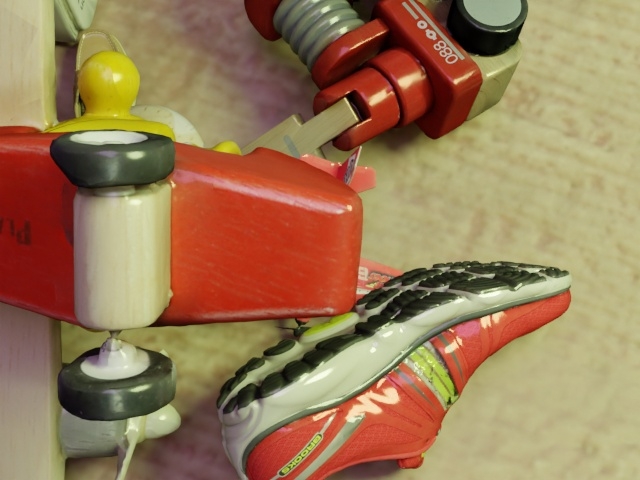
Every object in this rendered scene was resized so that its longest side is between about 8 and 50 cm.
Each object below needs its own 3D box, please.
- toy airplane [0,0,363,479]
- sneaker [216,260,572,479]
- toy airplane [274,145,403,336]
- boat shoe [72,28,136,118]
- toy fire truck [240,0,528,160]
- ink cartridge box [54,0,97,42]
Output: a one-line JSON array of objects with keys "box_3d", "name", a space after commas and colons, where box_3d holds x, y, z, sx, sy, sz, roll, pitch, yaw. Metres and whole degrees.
[{"box_3d": [-0.187, -0.031, 0.671, 0.386, 0.272, 0.384, -42, 82, 30], "name": "toy airplane"}, {"box_3d": [0.061, 0.098, 0.742, 0.279, 0.107, 0.118, -24, 105, -18], "name": "sneaker"}, {"box_3d": [0.000, 0.000, 0.767, 0.151, 0.151, 0.028, -35, 30, -11], "name": "toy airplane"}, {"box_3d": [-0.173, -0.116, 0.842, 0.050, 0.045, 0.135, -12, 70, -3], "name": "boat shoe"}, {"box_3d": [-0.003, -0.143, 0.811, 0.246, 0.158, 0.217, -31, 72, -21], "name": "toy fire truck"}, {"box_3d": [-0.368, -0.339, 0.867, 0.385, 0.160, 0.279, 7, 70, 3], "name": "ink cartridge box"}]
